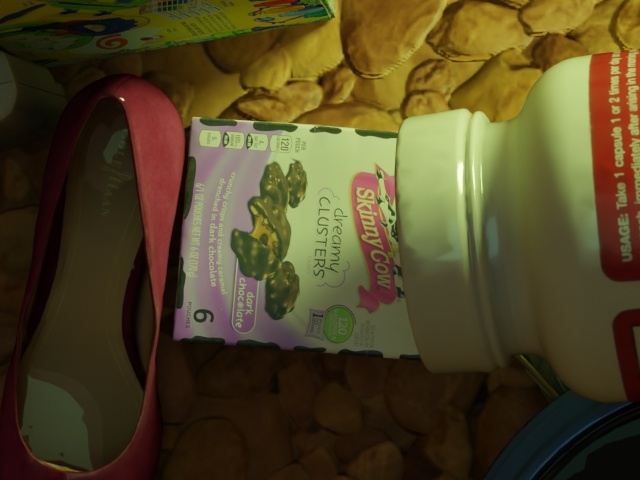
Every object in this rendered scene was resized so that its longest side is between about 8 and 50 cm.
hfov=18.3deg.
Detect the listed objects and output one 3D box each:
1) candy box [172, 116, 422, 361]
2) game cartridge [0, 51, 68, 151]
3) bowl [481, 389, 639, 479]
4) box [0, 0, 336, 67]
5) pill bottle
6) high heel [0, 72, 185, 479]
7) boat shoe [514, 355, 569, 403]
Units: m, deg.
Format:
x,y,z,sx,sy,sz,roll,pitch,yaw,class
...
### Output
x,y,z,sx,sy,sz,roll,pitch,yaw,class
0.000,0.000,1.442,0.196,0.070,0.164,4,87,6,candy box
-0.340,-0.065,1.419,0.294,0.196,0.060,-17,85,6,game cartridge
0.282,0.267,1.370,0.391,0.077,0.391,0,94,3,bowl
-0.151,-0.234,1.360,0.279,0.290,0.177,-10,86,5,box
0.263,-0.016,1.271,0.408,0.229,0.229,-6,87,12,pill bottle
-0.175,0.069,1.401,0.127,0.181,0.377,7,88,7,high heel
0.152,0.061,1.433,0.056,0.048,0.153,-30,85,4,boat shoe
